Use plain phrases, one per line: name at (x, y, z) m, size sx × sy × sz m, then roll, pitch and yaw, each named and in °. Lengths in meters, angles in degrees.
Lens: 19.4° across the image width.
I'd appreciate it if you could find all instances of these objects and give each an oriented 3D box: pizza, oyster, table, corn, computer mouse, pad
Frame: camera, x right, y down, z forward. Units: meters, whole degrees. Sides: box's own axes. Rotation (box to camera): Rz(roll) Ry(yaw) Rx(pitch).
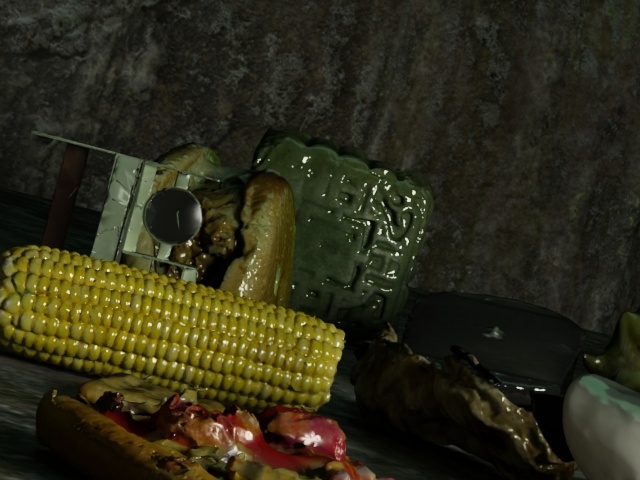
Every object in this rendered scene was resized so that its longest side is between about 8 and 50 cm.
pizza at (-0.037, 0.108, 0.939) m, size 0.201 × 0.053 × 0.193 m, roll 16°, pitch 2°, yaw 34°
oyster at (0.088, 0.125, 1.381) m, size 0.128 × 0.078 × 0.345 m, roll 37°, pitch -7°, yaw -18°
table at (-0.189, -0.006, 1.669) m, size 0.175 × 0.146 × 0.062 m, roll 14°, pitch 1°, yaw -3°
corn at (-0.105, 0.065, 1.277) m, size 0.248 × 0.081 × 0.081 m, roll 15°, pitch 2°, yaw -11°
computer mouse at (0.155, 0.122, 1.757) m, size 0.168 × 0.087 × 0.295 m, roll 12°, pitch 14°, yaw 10°
pad at (0.232, 0.144, 1.314) m, size 0.163 × 0.004 × 0.243 m, roll 8°, pitch -16°, yaw 11°

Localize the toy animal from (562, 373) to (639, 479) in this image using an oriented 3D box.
toy animal at (0.310, 0.127, 1.021) m, size 0.325 × 0.208 × 0.154 m, roll 25°, pitch 39°, yaw -15°

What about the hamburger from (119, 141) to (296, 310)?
hamburger at (-0.115, -0.006, 1.934) m, size 0.167 × 0.192 × 0.288 m, roll 6°, pitch 0°, yaw 8°

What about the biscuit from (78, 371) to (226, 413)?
biscuit at (-0.103, 0.101, 1.168) m, size 0.081 × 0.018 × 0.083 m, roll 16°, pitch 2°, yaw 10°

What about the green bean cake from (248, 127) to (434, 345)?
green bean cake at (0.000, 0.000, 2.122) m, size 0.227 × 0.222 × 0.125 m, roll 17°, pitch 12°, yaw 1°

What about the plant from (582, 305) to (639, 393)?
plant at (0.365, 0.189, 1.824) m, size 0.251 × 0.180 × 0.333 m, roll 9°, pitch -31°, yaw 4°
